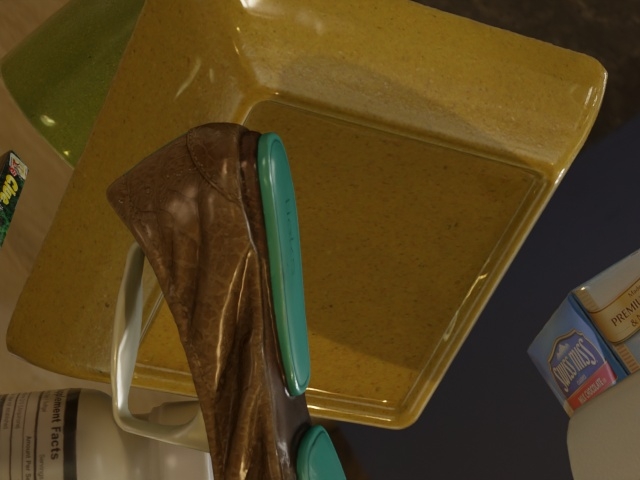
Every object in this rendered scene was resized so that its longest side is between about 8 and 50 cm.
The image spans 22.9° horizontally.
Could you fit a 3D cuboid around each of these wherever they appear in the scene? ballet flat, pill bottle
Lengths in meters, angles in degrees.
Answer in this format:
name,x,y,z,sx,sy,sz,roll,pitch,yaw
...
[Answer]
name,x,y,z,sx,sy,sz,roll,pitch,yaw
ballet flat,-0.051,0.108,0.881,0.124,0.116,0.342,-12,95,12
pill bottle,-0.214,0.188,1.104,0.278,0.162,0.162,-4,128,-4

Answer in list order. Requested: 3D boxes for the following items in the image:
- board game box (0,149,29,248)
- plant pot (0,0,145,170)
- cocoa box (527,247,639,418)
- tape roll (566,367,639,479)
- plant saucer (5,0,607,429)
name,x,y,z,sx,sy,sz,roll,pitch,yaw
board game box,-0.354,0.032,1.302,0.260,0.136,0.030,-31,119,21
plant pot,-0.113,-0.191,1.543,0.293,0.275,0.275,-46,132,12
cocoa box,0.400,0.078,1.422,0.347,0.228,0.231,-31,167,-11
tape roll,0.259,0.190,0.882,0.100,0.286,0.286,-35,134,18
plant saucer,0.000,0.000,1.051,0.333,0.081,0.332,12,122,-27
